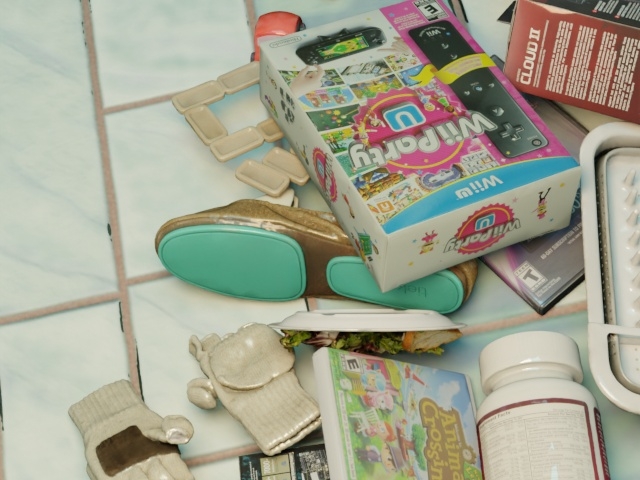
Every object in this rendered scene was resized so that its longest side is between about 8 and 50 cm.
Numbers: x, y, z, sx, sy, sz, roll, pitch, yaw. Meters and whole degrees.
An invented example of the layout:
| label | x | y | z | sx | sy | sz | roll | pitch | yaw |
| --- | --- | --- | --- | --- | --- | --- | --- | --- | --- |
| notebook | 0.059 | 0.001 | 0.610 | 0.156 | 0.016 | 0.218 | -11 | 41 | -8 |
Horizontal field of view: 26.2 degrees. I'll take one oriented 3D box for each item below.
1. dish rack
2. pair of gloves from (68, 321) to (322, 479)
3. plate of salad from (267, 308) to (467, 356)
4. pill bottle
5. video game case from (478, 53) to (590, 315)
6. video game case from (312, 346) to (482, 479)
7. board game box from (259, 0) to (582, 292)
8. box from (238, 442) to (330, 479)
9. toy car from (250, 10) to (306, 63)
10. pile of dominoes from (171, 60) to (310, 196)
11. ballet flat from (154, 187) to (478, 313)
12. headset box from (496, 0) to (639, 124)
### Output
| label | x | y | z | sx | sy | sz | roll | pitch | yaw |
| --- | --- | --- | --- | --- | --- | --- | --- | --- | --- |
| dish rack | 0.400 | 0.040 | 1.396 | 0.285 | 0.072 | 0.333 | 4 | 61 | -2 |
| pair of gloves | -0.130 | 0.167 | 1.382 | 0.240 | 0.042 | 0.204 | -24 | 34 | -7 |
| plate of salad | 0.046 | 0.094 | 1.373 | 0.200 | 0.200 | 0.048 | 0 | 90 | 7 |
| pill bottle | 0.213 | 0.207 | 1.317 | 0.121 | 0.121 | 0.221 | -6 | 60 | 4 |
| video game case | 0.218 | -0.069 | 1.527 | 0.196 | 0.026 | 0.274 | -39 | 64 | -14 |
| video game case | 0.087 | 0.213 | 1.314 | 0.193 | 0.023 | 0.212 | 14 | 53 | -35 |
| board game box | 0.096 | -0.112 | 1.442 | 0.224 | 0.097 | 0.303 | -19 | 53 | -17 |
| box | 0.005 | 0.292 | 1.320 | 0.147 | 0.077 | 0.180 | -9 | 60 | 2 |
| toy car | -0.063 | -0.323 | 1.685 | 0.225 | 0.053 | 0.239 | 33 | 69 | 22 |
| pile of dominoes | -0.014 | -0.137 | 1.556 | 0.251 | 0.040 | 0.196 | -25 | 55 | -18 |
| ballet flat | 0.000 | 0.000 | 1.476 | 0.342 | 0.116 | 0.124 | 5 | 42 | 9 |
| headset box | 0.342 | -0.222 | 1.496 | 0.293 | 0.110 | 0.218 | 17 | 33 | 15 |
